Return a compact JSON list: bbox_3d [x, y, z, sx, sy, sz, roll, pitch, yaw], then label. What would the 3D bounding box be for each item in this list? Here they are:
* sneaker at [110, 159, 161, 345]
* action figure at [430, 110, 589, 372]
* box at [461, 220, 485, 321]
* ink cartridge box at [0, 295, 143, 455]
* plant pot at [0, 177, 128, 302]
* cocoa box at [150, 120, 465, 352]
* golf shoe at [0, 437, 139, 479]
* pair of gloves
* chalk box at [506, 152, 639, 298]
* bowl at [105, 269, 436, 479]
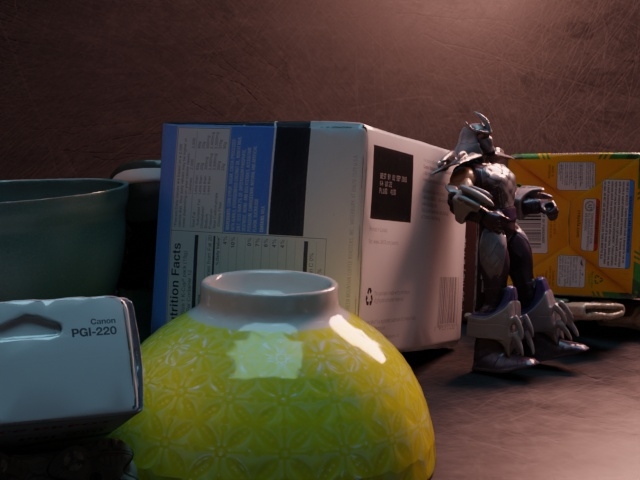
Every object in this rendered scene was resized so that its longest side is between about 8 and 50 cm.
[{"bbox_3d":[-0.192,0.036,1.450,0.124,0.178,0.295,0,-20,-8],"label":"sneaker"},{"bbox_3d":[0.202,-0.004,1.416,0.099,0.284,0.185,-14,-2,41],"label":"action figure"},{"bbox_3d":[0.163,0.005,1.736,0.203,0.168,0.167,7,11,36],"label":"box"},{"bbox_3d":[-0.238,0.114,0.984,0.159,0.092,0.218,-3,-18,-23],"label":"ink cartridge box"},{"bbox_3d":[-0.333,0.047,1.292,0.293,0.196,0.293,-2,8,0],"label":"plant pot"},{"bbox_3d":[0.000,0.000,1.397,0.228,0.231,0.347,3,-1,23],"label":"cocoa box"},{"bbox_3d":[-0.223,0.185,0.945,0.176,0.069,0.086,0,-14,-16],"label":"golf shoe"},{"bbox_3d":[0.324,0.091,1.606,0.240,0.042,0.204,2,0,-42],"label":"pair of gloves"},{"bbox_3d":[0.374,-0.016,1.694,0.179,0.180,0.289,2,1,30],"label":"chalk box"},{"bbox_3d":[-0.044,0.110,1.084,0.290,0.156,0.289,2,9,0],"label":"bowl"}]
